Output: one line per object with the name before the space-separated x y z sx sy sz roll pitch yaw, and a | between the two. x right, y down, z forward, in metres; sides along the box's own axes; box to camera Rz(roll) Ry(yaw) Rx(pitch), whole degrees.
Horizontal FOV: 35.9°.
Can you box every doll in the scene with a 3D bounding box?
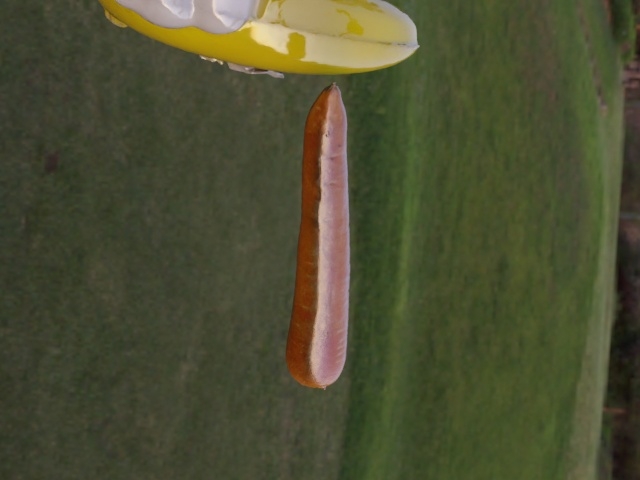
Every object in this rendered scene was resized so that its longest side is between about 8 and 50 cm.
doll | -0.050 -0.177 0.679 0.237 0.252 0.111 -136 -126 -59

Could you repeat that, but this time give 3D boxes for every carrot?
carrot | 0.000 0.000 0.571 0.037 0.037 0.190 -56 150 -64
